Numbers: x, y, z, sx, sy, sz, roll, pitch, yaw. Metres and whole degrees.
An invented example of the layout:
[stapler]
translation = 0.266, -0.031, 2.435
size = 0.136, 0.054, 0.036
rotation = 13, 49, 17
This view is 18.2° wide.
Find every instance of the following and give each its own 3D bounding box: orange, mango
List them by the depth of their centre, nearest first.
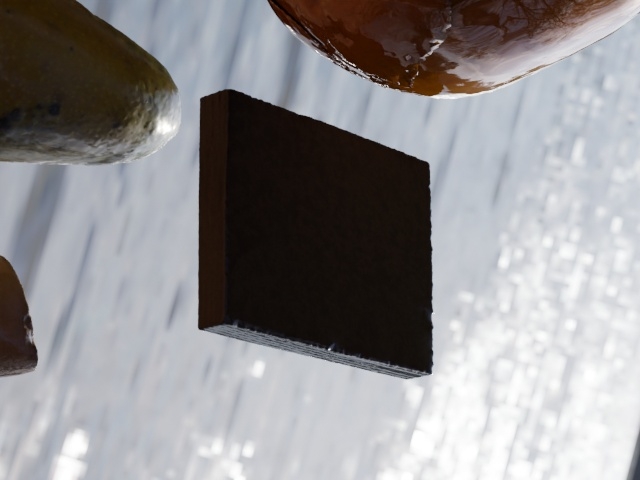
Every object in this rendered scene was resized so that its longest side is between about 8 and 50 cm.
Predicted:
[orange]
translation = 0.071, -0.187, 0.987
size = 0.240, 0.240, 0.240
rotation = 15, 90, -80
[mango]
translation = -0.261, -0.131, 1.465
size = 0.176, 0.329, 0.176
rotation = -84, -160, -67

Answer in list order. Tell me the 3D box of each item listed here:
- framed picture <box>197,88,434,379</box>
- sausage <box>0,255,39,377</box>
[framed picture]
translation = 0.000, 0.000, 1.086
size = 0.168, 0.023, 0.128
rotation = 17, 67, -45
[sausage]
translation = -0.392, 0.080, 1.871
size = 0.123, 0.252, 0.123
rotation = 176, -90, -84
